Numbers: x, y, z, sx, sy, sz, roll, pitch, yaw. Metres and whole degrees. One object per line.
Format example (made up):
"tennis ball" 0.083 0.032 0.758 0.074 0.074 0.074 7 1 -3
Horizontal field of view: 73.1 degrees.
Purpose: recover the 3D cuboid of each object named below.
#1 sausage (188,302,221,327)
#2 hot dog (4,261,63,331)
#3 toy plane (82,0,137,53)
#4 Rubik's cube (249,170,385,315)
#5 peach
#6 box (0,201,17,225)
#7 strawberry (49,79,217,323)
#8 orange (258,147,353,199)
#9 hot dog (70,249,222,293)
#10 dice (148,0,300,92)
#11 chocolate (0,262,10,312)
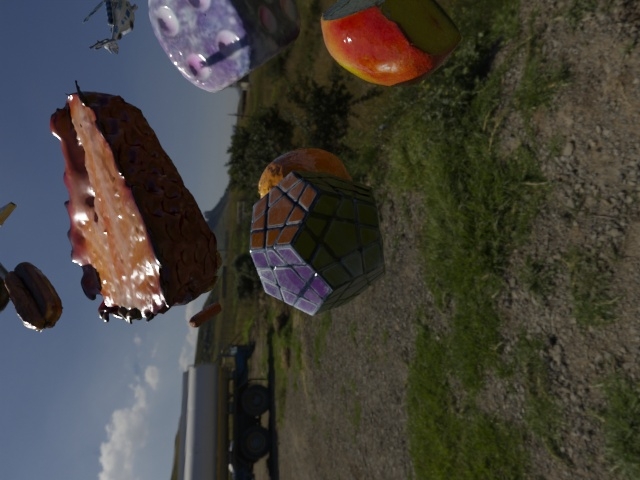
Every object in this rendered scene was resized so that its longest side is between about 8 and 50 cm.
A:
"sausage" -0.377 0.244 1.408 0.131 0.039 0.041 -33 -74 -58
"hot dog" -0.437 0.084 0.657 0.144 0.062 0.038 36 163 31
"toy plane" -0.552 -0.602 1.195 0.273 0.182 0.107 57 -178 35
"Rubik's cube" 0.000 0.000 0.935 0.319 0.264 0.319 -8 -90 -81
"peach" 0.198 -0.585 1.270 0.380 0.306 0.242 14 67 41
"box" -0.876 -0.056 1.160 0.020 0.149 0.073 47 -138 -38
"strawberry" -0.239 -0.029 0.579 0.253 0.150 0.280 -33 80 44
"orange" -0.030 -0.144 1.428 0.340 0.293 0.340 49 169 13
"hot dog" -0.409 0.039 1.040 0.135 0.337 0.100 -70 23 13
"dice" -0.234 -0.559 1.084 0.271 0.270 0.270 57 -140 -24
"chocolate" -0.588 0.094 0.761 0.080 0.125 0.149 60 -163 -29
